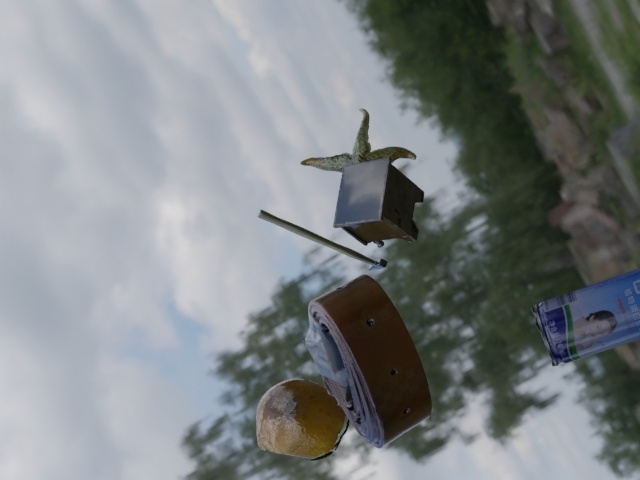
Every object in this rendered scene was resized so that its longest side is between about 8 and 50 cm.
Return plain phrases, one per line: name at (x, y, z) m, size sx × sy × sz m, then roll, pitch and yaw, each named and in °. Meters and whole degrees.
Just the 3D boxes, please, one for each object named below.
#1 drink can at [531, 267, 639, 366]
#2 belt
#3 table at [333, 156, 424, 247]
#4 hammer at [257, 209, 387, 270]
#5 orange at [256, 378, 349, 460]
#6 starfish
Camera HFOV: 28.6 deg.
drink can at (0.418, 0.095, 1.736) m, size 0.097 × 0.235 × 0.097 m, roll -20°, pitch -90°, yaw -79°
belt at (0.064, 0.168, 1.752) m, size 0.184 × 0.105 × 0.261 m, roll 46°, pitch 161°, yaw 42°
table at (0.073, -0.041, 1.521) m, size 0.082 × 0.070 × 0.083 m, roll 36°, pitch -125°, yaw -44°
hammer at (0.000, 0.000, 1.822) m, size 0.199 × 0.013 × 0.062 m, roll 24°, pitch 167°, yaw -10°
orange at (-0.037, 0.306, 2.190) m, size 0.160 × 0.170 × 0.112 m, roll 57°, pitch 167°, yaw 30°
starfish at (0.067, -0.134, 2.290) m, size 0.050 × 0.217 × 0.223 m, roll 31°, pitch -120°, yaw -64°
